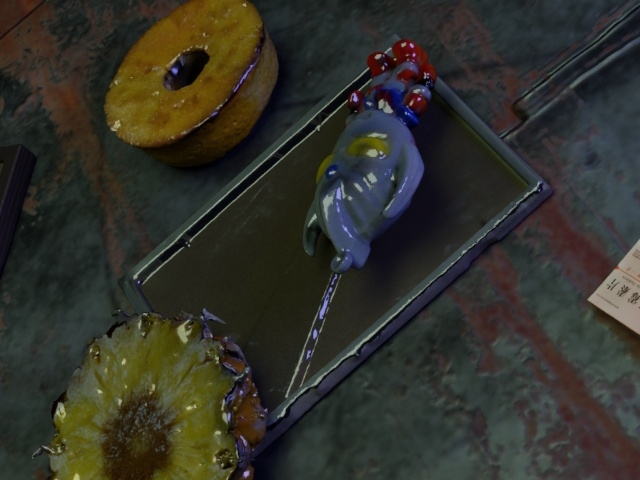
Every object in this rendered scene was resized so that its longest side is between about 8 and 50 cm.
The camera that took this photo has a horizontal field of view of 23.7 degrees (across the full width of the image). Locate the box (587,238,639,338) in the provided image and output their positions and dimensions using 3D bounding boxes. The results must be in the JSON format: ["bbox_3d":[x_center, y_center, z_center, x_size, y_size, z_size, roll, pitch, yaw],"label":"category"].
[{"bbox_3d":[0.215,0.039,0.932,0.058,0.015,0.093,-48,46,-5],"label":"box"}]

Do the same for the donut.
[{"bbox_3d":[-0.099,-0.125,1.225,0.151,0.058,0.152,-17,52,23],"label":"donut"}]

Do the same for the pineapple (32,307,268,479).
[{"bbox_3d":[-0.113,0.144,1.052,0.221,0.047,0.221,-19,59,34],"label":"pineapple"}]

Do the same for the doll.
[{"bbox_3d":[0.036,-0.057,1.064,0.104,0.062,0.195,-5,52,30],"label":"doll"}]

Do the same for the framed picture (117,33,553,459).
[{"bbox_3d":[0.000,0.000,1.104,0.289,0.016,0.213,-42,47,3],"label":"framed picture"}]

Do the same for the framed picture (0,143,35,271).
[{"bbox_3d":[-0.320,0.000,1.315,0.127,0.023,0.169,-7,57,31],"label":"framed picture"}]
